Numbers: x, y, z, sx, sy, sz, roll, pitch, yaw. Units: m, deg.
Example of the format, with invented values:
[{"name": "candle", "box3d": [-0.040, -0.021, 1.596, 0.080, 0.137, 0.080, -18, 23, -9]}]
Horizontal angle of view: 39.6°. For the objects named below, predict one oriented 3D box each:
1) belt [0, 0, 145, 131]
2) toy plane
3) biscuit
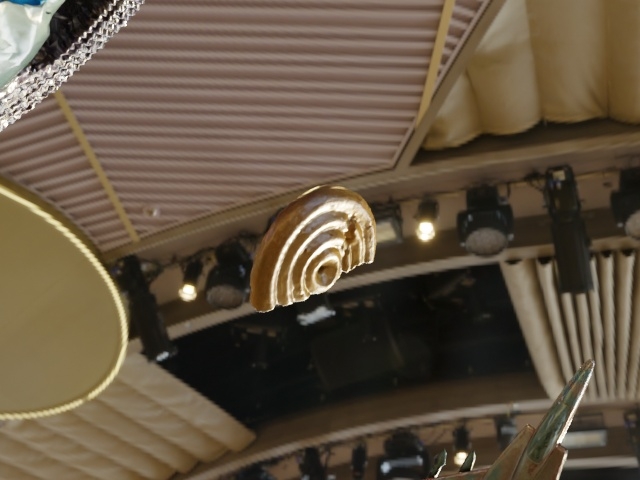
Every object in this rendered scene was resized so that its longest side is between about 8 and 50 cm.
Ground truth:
[{"name": "belt", "box3d": [-0.208, -0.157, 0.552, 0.325, 0.260, 0.122, -34, -82, 38]}, {"name": "toy plane", "box3d": [0.214, 0.267, 0.955, 0.223, 0.104, 0.326, 31, -83, 25]}, {"name": "biscuit", "box3d": [0.001, 0.000, 1.142, 0.033, 0.224, 0.144, 24, -59, 38]}]
